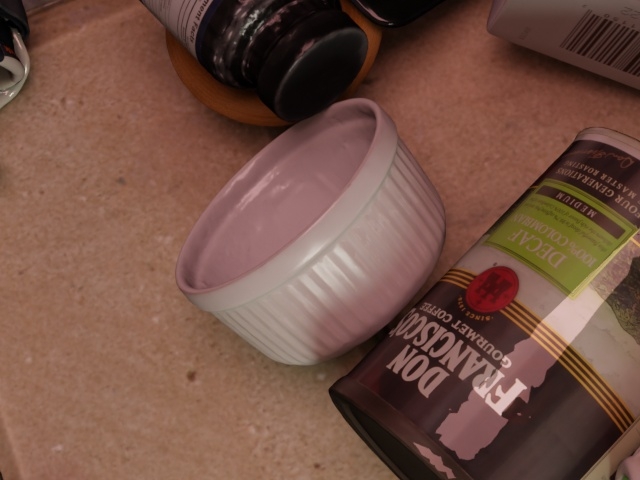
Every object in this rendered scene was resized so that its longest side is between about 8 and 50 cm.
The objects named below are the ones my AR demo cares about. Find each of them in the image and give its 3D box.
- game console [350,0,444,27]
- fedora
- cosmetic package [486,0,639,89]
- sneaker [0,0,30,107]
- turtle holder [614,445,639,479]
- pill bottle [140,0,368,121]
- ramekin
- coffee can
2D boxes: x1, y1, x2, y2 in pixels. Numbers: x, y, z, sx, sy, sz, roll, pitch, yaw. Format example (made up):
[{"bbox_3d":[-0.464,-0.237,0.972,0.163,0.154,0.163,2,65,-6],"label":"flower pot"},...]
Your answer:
[{"bbox_3d":[0.085,-0.363,1.406,0.293,0.250,0.173,-35,42,-25],"label":"game console"},{"bbox_3d":[-0.035,-0.169,1.433,0.194,0.079,0.194,-4,65,9],"label":"fedora"},{"bbox_3d":[0.318,-0.352,1.382,0.230,0.161,0.453,19,73,-3],"label":"cosmetic package"},{"bbox_3d":[-0.310,-0.202,1.461,0.128,0.126,0.321,3,81,14],"label":"sneaker"},{"bbox_3d":[0.317,0.194,1.118,0.228,0.320,0.243,-1,64,0],"label":"turtle holder"},{"bbox_3d":[-0.067,-0.197,1.339,0.123,0.123,0.219,-41,67,-8],"label":"pill bottle"},{"bbox_3d":[0.000,0.000,1.305,0.207,0.207,0.109,-48,111,-10],"label":"ramekin"},{"bbox_3d":[0.171,0.082,1.248,0.201,0.201,0.275,41,79,19],"label":"coffee can"}]
